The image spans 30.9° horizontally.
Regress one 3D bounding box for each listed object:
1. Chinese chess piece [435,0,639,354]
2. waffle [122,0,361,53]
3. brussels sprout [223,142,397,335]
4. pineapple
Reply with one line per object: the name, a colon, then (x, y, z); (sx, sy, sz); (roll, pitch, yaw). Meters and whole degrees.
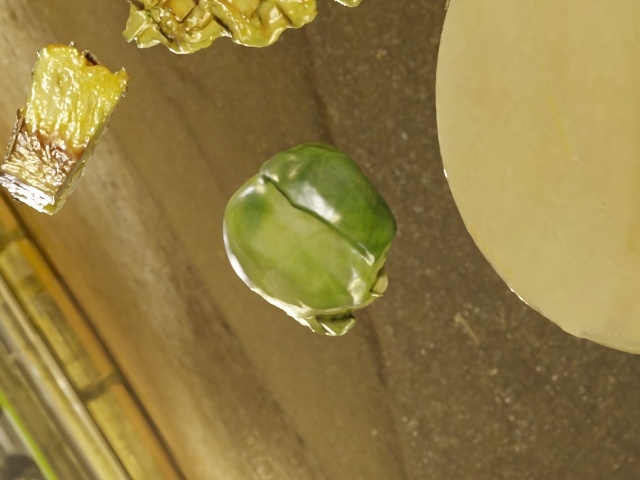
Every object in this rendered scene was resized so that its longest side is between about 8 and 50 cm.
Chinese chess piece: (0.169, -0.070, 0.543); (0.251, 0.097, 0.250); (10, 103, 47)
waffle: (-0.071, -0.247, 0.780); (0.238, 0.059, 0.243); (6, 116, 28)
brussels sprout: (-0.007, -0.005, 0.963); (0.145, 0.131, 0.183); (36, 164, -2)
pineapple: (-0.322, -0.118, 1.407); (0.114, 0.186, 0.236); (23, 116, -2)
